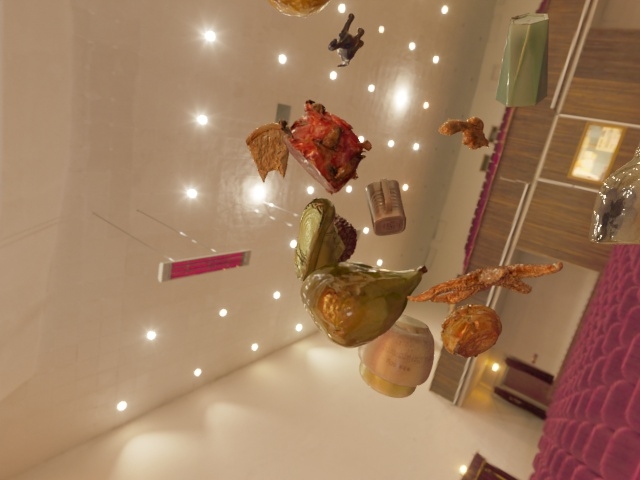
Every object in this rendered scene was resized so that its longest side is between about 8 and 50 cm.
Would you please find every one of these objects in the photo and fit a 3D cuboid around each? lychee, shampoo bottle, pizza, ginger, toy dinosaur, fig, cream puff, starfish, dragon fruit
[{"bbox_3d":[0.011,0.010,1.681,0.271,0.271,0.271,-31,-48,-41],"label":"lychee"},{"bbox_3d":[0.328,0.485,1.797,0.322,0.322,0.317,-7,-62,-53],"label":"shampoo bottle"},{"bbox_3d":[-0.191,-0.331,1.545,0.034,0.181,0.262,95,176,-68],"label":"pizza"},{"bbox_3d":[0.574,-0.423,1.647,0.214,0.059,0.133,-7,-90,-15],"label":"ginger"},{"bbox_3d":[0.060,-0.569,1.272,0.188,0.075,0.248,-56,0,-19],"label":"toy dinosaur"},{"bbox_3d":[0.108,0.132,1.034,0.314,0.233,0.233,-32,-31,15],"label":"fig"},{"bbox_3d":[0.450,0.266,1.257,0.189,0.129,0.189,-8,-46,-9],"label":"cream puff"},{"bbox_3d":[0.361,0.085,0.893,0.302,0.299,0.060,120,147,-68],"label":"starfish"},{"bbox_3d":[0.014,-0.236,1.038,0.147,0.211,0.282,-44,-41,-3],"label":"dragon fruit"}]

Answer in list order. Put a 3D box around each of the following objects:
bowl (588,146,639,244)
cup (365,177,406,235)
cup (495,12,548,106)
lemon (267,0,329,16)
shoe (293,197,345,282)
[{"bbox_3d":[0.568,-0.084,0.633,0.289,0.289,0.146,-11,-88,-51],"label":"bowl"},{"bbox_3d":[0.177,-0.099,1.123,0.128,0.095,0.129,79,-177,-57],"label":"cup"},{"bbox_3d":[0.611,-0.541,1.243,0.134,0.148,0.236,-17,-54,-5],"label":"cup"},{"bbox_3d":[-0.061,-0.816,1.225,0.293,0.293,0.293,-31,-48,-41],"label":"lemon"},{"bbox_3d":[-0.007,-0.001,1.175,0.128,0.140,0.262,-3,-58,-37],"label":"shoe"}]
